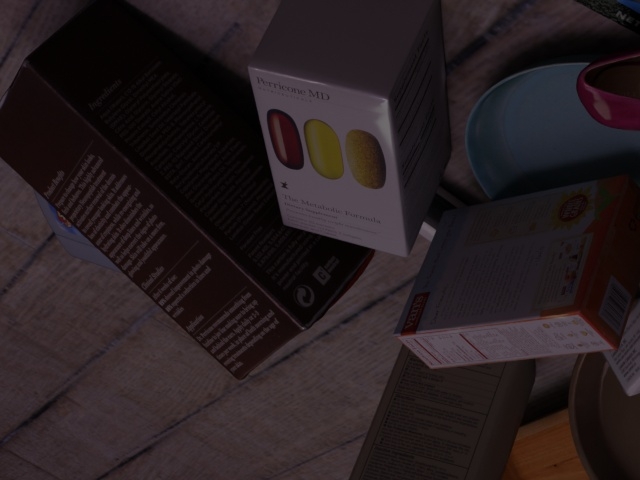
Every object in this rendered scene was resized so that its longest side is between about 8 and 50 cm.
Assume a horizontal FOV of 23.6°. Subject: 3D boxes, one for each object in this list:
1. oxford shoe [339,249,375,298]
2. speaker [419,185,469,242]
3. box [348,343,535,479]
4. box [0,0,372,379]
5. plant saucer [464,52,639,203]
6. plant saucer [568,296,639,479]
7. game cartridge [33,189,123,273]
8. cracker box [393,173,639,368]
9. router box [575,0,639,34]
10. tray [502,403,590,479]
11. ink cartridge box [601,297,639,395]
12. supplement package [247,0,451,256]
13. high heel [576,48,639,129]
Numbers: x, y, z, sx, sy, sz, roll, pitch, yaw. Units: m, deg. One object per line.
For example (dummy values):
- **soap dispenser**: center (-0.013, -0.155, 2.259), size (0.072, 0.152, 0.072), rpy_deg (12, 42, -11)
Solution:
- **oxford shoe**: center (0.000, 0.000, 1.708), size (0.098, 0.097, 0.271), rpy_deg (40, 149, 14)
- **speaker**: center (0.105, -0.037, 1.582), size (0.136, 0.055, 0.055), rpy_deg (35, 150, -16)
- **box**: center (0.134, 0.242, 1.752), size (0.148, 0.311, 0.121), rpy_deg (13, 149, 21)
- **box**: center (-0.151, -0.050, 1.582), size (0.381, 0.143, 0.191), rpy_deg (43, 148, -4)
- **plant saucer**: center (0.289, -0.069, 1.403), size (0.317, 0.044, 0.317), rpy_deg (19, 151, 11)
- **plant saucer**: center (0.391, 0.185, 1.591), size (0.278, 0.041, 0.278), rpy_deg (8, 104, 34)
- **game cartridge**: center (-0.247, -0.047, 1.837), size (0.198, 0.062, 0.297), rpy_deg (14, 150, 11)
- **cracker box**: center (0.192, 0.033, 1.440), size (0.232, 0.156, 0.067), rpy_deg (-10, 136, 47)
- **router box**: center (0.233, -0.231, 1.175), size (0.179, 0.046, 0.133), rpy_deg (27, 151, -3)
- **tray**: center (0.339, 0.286, 1.814), size (0.203, 0.076, 0.411), rpy_deg (64, 148, 7)
- **ink cartridge box**: center (0.404, 0.026, 1.357), size (0.060, 0.239, 0.275), rpy_deg (63, 156, 22)
- **supplement package**: center (0.033, -0.118, 1.422), size (0.139, 0.134, 0.244), rpy_deg (14, 149, 17)
- **high heel**: center (0.322, -0.129, 1.176), size (0.244, 0.082, 0.117), rpy_deg (-2, 172, 24)
